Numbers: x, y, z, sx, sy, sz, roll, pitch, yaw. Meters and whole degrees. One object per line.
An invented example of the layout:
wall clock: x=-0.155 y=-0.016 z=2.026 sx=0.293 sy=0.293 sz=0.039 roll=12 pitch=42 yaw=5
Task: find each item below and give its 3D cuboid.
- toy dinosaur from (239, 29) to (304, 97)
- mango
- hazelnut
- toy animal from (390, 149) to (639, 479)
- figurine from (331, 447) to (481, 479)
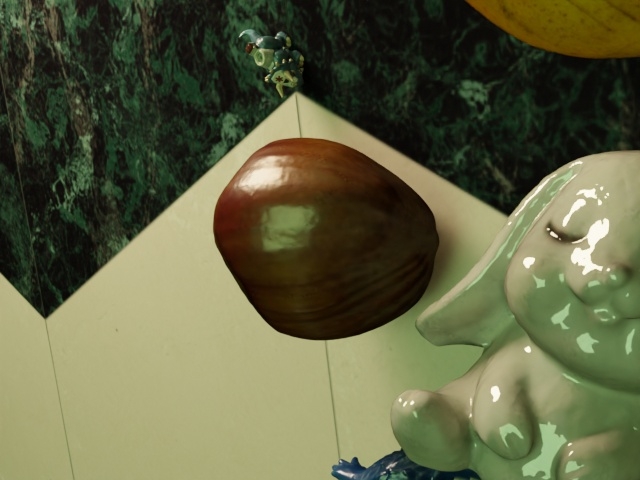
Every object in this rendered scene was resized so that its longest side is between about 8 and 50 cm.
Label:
toy dinosaur: x=-0.049 y=-0.188 z=0.931 sx=0.083 sy=0.047 sz=0.030 roll=56 pitch=136 yaw=16
mango: x=0.163 y=-0.224 z=0.645 sx=0.252 sy=0.126 sz=0.154 roll=46 pitch=120 yaw=18
hazelnut: x=0.004 y=-0.008 z=0.853 sx=0.186 sy=0.210 sz=0.210 roll=-119 pitch=38 yaw=-48
toy animal: x=0.202 y=0.062 z=0.657 sx=0.272 sy=0.206 sz=0.264 roll=22 pitch=110 yaw=23
figurine: x=0.143 y=0.229 z=0.824 sx=0.164 sy=0.120 sz=0.262 roll=45 pitch=152 yaw=-22
